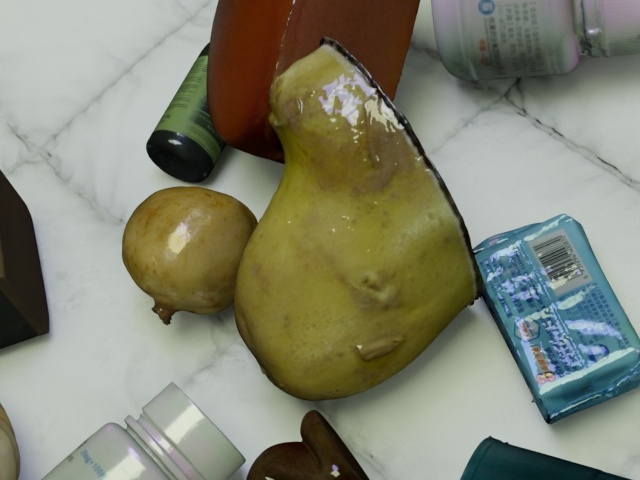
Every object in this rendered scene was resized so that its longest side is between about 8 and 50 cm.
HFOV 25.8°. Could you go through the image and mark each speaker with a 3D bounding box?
[{"bbox_3d":[-0.487,0.024,1.930,0.153,0.192,0.230,-20,54,4],"label":"speaker"}]

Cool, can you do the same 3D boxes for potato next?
[{"bbox_3d":[0.000,0.000,1.704,0.296,0.397,0.290,-34,23,-9],"label":"potato"}]

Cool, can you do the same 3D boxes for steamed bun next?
[{"bbox_3d":[-0.021,-0.291,1.932,0.248,0.235,0.379,13,87,61],"label":"steamed bun"}]

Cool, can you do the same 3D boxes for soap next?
[{"bbox_3d":[0.294,0.090,1.730,0.156,0.077,0.293,-22,54,2],"label":"soap"}]

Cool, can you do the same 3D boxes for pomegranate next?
[{"bbox_3d":[-0.176,0.022,1.860,0.196,0.196,0.196,-8,56,11],"label":"pomegranate"}]

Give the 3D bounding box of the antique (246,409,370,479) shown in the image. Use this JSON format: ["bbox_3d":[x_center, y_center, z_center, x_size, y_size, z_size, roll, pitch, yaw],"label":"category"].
[{"bbox_3d":[0.006,0.332,1.634,0.143,0.121,0.257,-38,55,-1],"label":"antique"}]

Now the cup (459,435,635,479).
[{"bbox_3d":[0.277,0.384,1.448,0.292,0.242,0.307,11,59,20],"label":"cup"}]

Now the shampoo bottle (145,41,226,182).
[{"bbox_3d":[-0.151,-0.222,2.048,0.101,0.101,0.283,15,63,24],"label":"shampoo bottle"}]

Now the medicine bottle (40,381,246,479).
[{"bbox_3d":[-0.242,0.315,1.682,0.293,0.170,0.170,-41,56,-11],"label":"medicine bottle"}]

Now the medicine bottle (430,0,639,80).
[{"bbox_3d":[0.315,-0.346,1.906,0.302,0.241,0.241,-2,57,15],"label":"medicine bottle"}]

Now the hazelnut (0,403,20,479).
[{"bbox_3d":[-0.507,0.260,1.757,0.261,0.241,0.261,-22,29,13],"label":"hazelnut"}]
